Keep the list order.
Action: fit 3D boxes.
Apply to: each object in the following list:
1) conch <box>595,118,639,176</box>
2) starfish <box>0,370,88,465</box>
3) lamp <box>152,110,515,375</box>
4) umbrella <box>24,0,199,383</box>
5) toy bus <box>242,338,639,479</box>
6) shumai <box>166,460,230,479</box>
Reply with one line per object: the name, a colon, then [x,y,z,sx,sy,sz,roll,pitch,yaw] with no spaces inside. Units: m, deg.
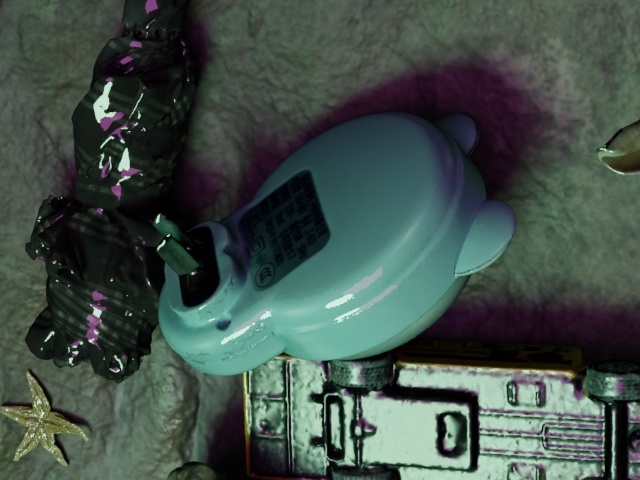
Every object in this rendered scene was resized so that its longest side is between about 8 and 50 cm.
conch: [0.319,-0.107,1.220,0.137,0.114,0.234,38,89,5]
starfish: [-0.249,0.162,1.504,0.092,0.016,0.086,9,107,20]
lamp: [0.005,0.009,1.293,0.284,0.209,0.147,-17,126,1]
umbrella: [-0.162,-0.051,1.361,0.128,0.154,0.336,6,110,-27]
toy bus: [0.109,0.140,1.338,0.336,0.123,0.121,2,102,16]
shumai: [0.028,0.307,1.369,0.263,0.309,0.304,-12,59,-6]
